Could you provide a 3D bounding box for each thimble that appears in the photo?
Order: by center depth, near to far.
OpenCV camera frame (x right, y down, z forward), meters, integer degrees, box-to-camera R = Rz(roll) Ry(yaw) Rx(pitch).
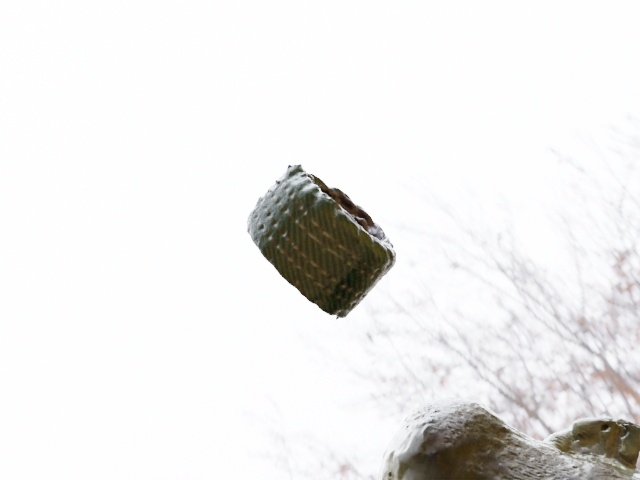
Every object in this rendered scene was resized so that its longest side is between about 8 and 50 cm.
[{"bbox_3d":[0.002,0.002,1.314,0.090,0.135,0.118,-49,-33,10],"label":"thimble"}]

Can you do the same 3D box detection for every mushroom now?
[{"bbox_3d":[0.191,0.247,1.203,0.247,0.344,0.130,-55,-31,-8],"label":"mushroom"}]
